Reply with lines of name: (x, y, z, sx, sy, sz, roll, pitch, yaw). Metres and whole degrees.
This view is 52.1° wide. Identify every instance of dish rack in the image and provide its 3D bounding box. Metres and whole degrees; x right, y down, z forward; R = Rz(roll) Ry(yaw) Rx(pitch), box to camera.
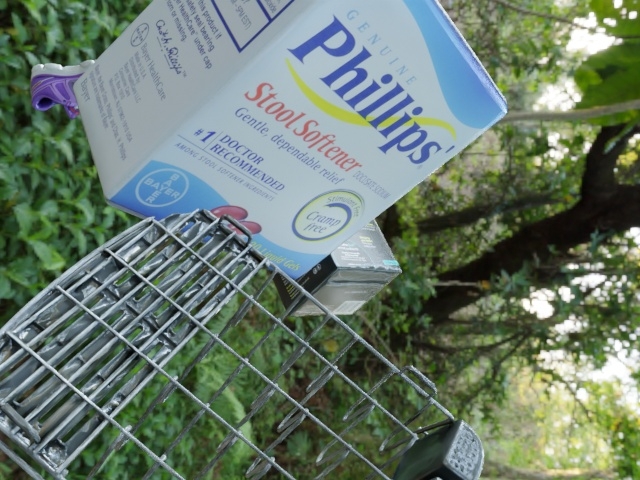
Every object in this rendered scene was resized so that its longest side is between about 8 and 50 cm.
dish rack: (-0.040, 0.111, 0.369, 0.208, 0.271, 0.074, -47, 176, -47)

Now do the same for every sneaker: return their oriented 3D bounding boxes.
sneaker: (-0.318, -0.201, 0.896, 0.068, 0.170, 0.071, 32, 60, -71)

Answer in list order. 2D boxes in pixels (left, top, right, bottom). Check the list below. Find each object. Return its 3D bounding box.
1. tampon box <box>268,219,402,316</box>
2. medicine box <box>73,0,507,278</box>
tampon box: (0.000, 0.000, 0.812, 0.120, 0.101, 0.161, 5, 49, -44)
medicine box: (-0.021, -0.130, 0.602, 0.263, 0.289, 0.149, 28, 29, -51)
